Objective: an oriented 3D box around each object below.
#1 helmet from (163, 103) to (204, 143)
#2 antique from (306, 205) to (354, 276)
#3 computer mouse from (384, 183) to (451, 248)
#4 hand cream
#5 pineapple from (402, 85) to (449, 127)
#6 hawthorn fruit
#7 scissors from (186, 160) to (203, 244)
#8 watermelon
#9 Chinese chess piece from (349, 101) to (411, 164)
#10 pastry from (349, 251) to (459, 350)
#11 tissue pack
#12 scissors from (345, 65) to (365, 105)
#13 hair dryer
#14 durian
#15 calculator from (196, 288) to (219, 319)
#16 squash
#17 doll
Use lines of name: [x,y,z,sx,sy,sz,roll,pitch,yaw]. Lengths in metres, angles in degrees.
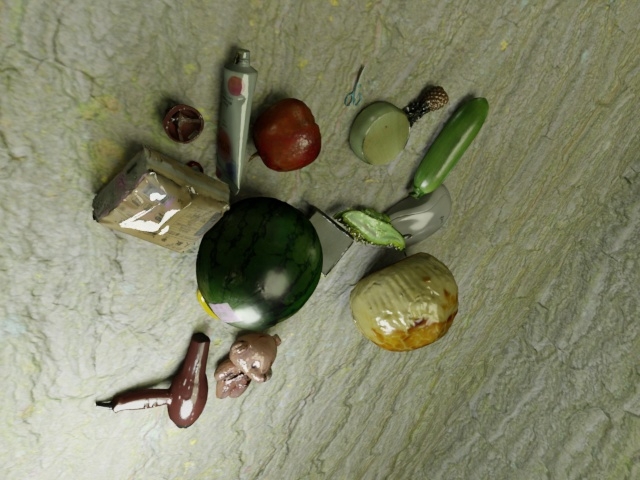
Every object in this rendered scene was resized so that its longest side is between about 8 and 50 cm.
helmet: [-0.323,-0.278,1.420,0.089,0.057,0.111,-44,147,2]
antique: [0.000,0.000,1.866,0.152,0.148,0.146,38,95,-11]
computer mouse: [0.345,-0.073,2.166,0.297,0.121,0.184,-33,141,-18]
hand cream: [-0.208,-0.285,1.485,0.078,0.124,0.340,-8,123,-35]
pineapple: [0.311,-0.402,1.890,0.159,0.074,0.074,-36,141,0]
hawthorn fruit: [-0.098,-0.254,1.570,0.201,0.179,0.179,-24,141,5]
scissors: [-0.336,-0.086,1.611,0.144,0.017,0.247,-34,141,-14]
watermelon: [-0.157,0.054,1.632,0.363,0.363,0.363,-24,137,-25]
Chinese chess piece: [0.174,-0.313,1.831,0.189,0.083,0.188,-22,136,-23]
pastry: [0.300,0.229,2.182,0.389,0.312,0.388,-28,173,-4]
tissue pack: [-0.365,-0.084,1.465,0.215,0.123,0.257,-39,139,22]
scissors: [0.103,-0.425,1.717,0.058,0.014,0.119,-13,134,-36]
hair dryer: [-0.499,0.436,1.874,0.341,0.123,0.312,0,113,-30]
durian: [0.168,-0.034,2.036,0.375,0.107,0.132,22,102,-41]
calculator: [-0.290,0.155,1.849,0.146,0.032,0.234,-37,142,-12]
squash: [0.419,-0.301,2.043,0.107,0.107,0.395,18,111,-49]
doll: [-0.240,0.441,2.053,0.201,0.156,0.303,-3,129,-43]
